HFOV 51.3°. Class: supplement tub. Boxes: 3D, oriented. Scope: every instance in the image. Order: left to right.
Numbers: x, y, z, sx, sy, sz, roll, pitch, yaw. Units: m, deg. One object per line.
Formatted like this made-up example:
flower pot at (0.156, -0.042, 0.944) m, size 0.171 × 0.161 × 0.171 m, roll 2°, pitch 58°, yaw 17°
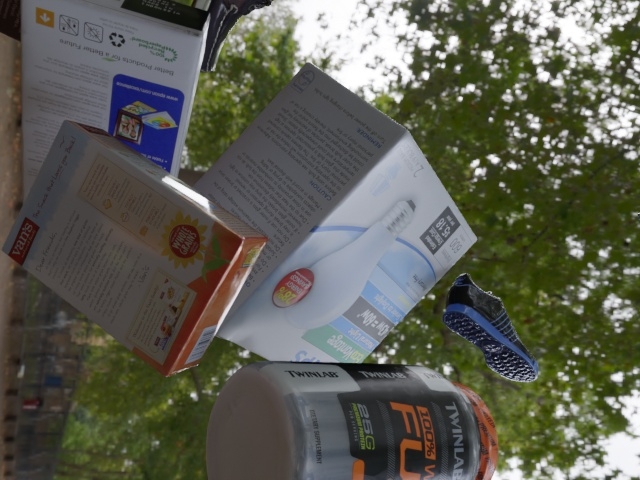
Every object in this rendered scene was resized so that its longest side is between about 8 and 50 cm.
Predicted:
supplement tub at (0.049, 0.256, 0.827) m, size 0.207 × 0.338 × 0.207 m, roll -15°, pitch -108°, yaw 52°

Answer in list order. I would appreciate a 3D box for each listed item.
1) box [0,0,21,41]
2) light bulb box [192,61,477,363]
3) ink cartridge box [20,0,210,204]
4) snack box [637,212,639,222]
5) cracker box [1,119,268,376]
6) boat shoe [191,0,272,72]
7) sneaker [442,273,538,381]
box at (-0.284, -0.323, 0.764) m, size 0.167 × 0.203 × 0.168 m, roll -48°, pitch -152°, yaw 37°
light bulb box at (0.000, 0.000, 1.028) m, size 0.361 × 0.358 × 0.225 m, roll -47°, pitch -127°, yaw 1°
ink cartridge box at (-0.250, -0.115, 0.777) m, size 0.069 × 0.176 × 0.371 m, roll -87°, pitch -165°, yaw -48°
snack box at (0.365, -0.025, 0.577) m, size 0.141 × 0.100 × 0.037 m, roll 173°, pitch -99°, yaw -80°
cracker box at (-0.190, 0.004, 0.670) m, size 0.155 × 0.232 × 0.067 m, roll -59°, pitch 165°, yaw 10°
boat shoe at (-0.077, -0.308, 0.753) m, size 0.103 × 0.092 × 0.285 m, roll -87°, pitch -157°, yaw -59°
sneaker at (0.298, 0.149, 1.128) m, size 0.081 × 0.232 × 0.090 m, roll -19°, pitch -143°, yaw 45°
